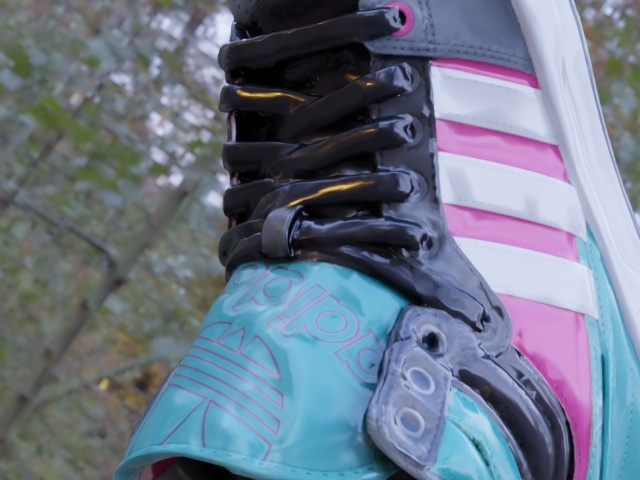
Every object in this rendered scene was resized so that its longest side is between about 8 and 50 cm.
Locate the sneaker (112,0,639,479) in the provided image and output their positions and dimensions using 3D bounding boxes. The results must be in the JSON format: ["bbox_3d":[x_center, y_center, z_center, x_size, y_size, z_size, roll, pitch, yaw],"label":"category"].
[{"bbox_3d":[0.000,0.000,0.457,0.123,0.178,0.296,-14,-72,44],"label":"sneaker"}]
